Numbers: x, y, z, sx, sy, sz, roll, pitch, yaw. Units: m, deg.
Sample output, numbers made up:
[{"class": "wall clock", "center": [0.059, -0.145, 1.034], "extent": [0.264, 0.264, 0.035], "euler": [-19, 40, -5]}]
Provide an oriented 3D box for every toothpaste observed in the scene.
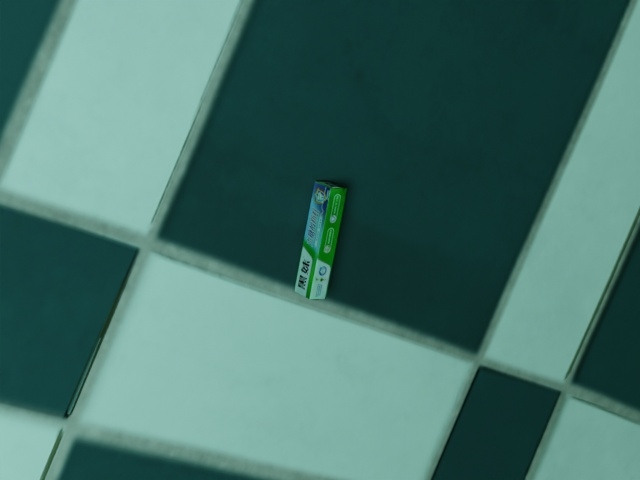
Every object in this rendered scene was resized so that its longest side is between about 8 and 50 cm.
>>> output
[{"class": "toothpaste", "center": [0.000, 0.000, 1.169], "extent": [0.017, 0.020, 0.083], "euler": [-1, 108, -40]}]
